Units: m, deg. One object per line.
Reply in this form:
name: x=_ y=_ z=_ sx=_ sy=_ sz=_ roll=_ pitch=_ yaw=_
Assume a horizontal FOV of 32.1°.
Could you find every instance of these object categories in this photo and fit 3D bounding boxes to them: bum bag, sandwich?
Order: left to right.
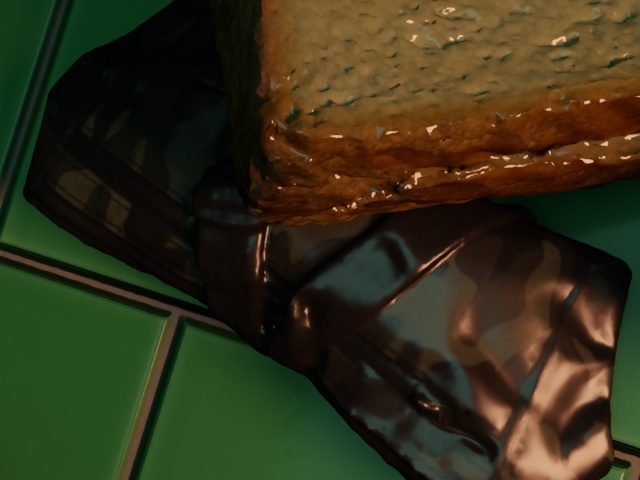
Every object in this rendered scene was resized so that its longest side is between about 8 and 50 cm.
bum bag: x=0.000 y=0.000 z=0.540 sx=0.340 sy=0.095 sz=0.144 roll=35 pitch=92 yaw=19
sandwich: x=0.057 y=-0.152 z=0.507 sx=0.254 sy=0.099 sz=0.288 roll=-13 pitch=70 yaw=-12
